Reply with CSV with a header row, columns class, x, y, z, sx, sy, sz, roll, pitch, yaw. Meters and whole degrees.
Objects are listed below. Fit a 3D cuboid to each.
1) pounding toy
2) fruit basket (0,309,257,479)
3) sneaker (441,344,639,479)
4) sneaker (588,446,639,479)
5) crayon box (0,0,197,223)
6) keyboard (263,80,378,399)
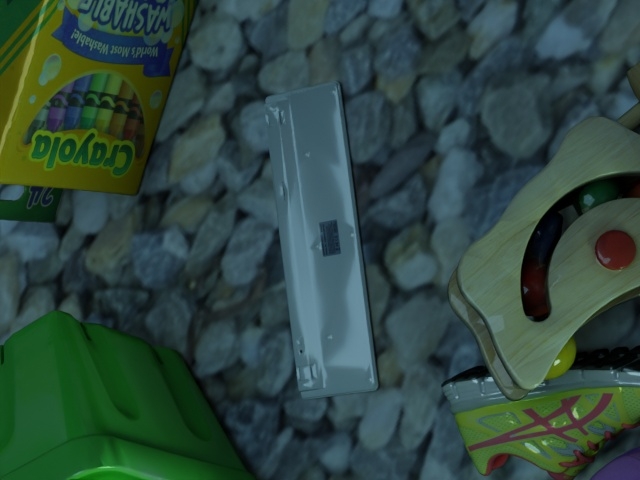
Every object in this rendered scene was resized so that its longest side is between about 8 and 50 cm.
class,x,y,z,sx,sy,sz,roll,pitch,yaw
pounding toy,0.212,0.006,1.318,0.154,0.155,0.269,41,80,7
fruit basket,-0.243,0.284,1.450,0.392,0.283,0.392,-12,68,32
sneaker,0.195,0.132,1.349,0.208,0.081,0.094,-9,92,33
sneaker,0.302,0.180,1.271,0.282,0.161,0.102,-16,120,0
crayon box,-0.205,-0.156,1.495,0.083,0.203,0.323,23,99,27
keyboard,0.000,0.000,1.490,0.072,0.014,0.256,-10,84,22
